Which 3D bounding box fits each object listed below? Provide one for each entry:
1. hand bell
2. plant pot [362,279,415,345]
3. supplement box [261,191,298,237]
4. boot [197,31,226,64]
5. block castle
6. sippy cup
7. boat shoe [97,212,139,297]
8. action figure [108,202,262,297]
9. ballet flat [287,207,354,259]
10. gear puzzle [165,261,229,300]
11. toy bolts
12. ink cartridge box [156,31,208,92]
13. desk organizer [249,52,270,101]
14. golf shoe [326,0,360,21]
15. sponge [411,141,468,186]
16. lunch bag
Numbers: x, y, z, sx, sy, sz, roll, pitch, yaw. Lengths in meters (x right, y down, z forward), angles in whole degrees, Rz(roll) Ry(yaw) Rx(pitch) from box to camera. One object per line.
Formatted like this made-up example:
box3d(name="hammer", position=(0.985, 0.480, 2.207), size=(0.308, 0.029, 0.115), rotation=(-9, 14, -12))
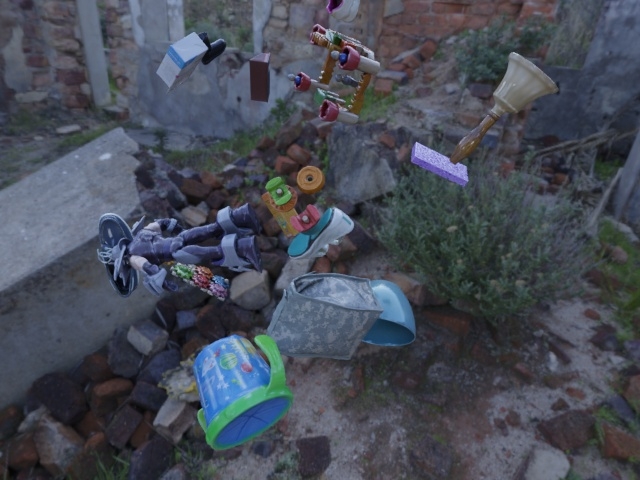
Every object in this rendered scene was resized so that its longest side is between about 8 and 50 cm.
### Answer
box3d(name="hand bell", position=(0.372, -0.266, 0.911), size=(0.126, 0.242, 0.126), rotation=(32, 26, -18))
box3d(name="plant pot", position=(0.235, 0.271, 1.639), size=(0.290, 0.290, 0.195), rotation=(9, 59, 8))
box3d(name="supplement box", position=(-0.168, -0.129, 1.896), size=(0.080, 0.233, 0.078), rotation=(-40, 12, -31))
box3d(name="boot", position=(-0.378, -0.662, 1.404), size=(0.045, 0.099, 0.121), rotation=(42, 83, 14))
box3d(name="block castle", position=(0.035, -0.712, 1.764), size=(0.213, 0.303, 0.453), rotation=(7, 34, -28))
box3d(name="sippy cup", position=(-0.224, 0.387, 1.110), size=(0.305, 0.240, 0.224), rotation=(-33, 58, -7))
box3d(name="boat shoe", position=(-0.597, 0.048, 1.221), size=(0.095, 0.254, 0.079), rotation=(-4, 23, -13))
box3d(name="action figure", position=(-0.256, 0.016, 0.770), size=(0.285, 0.099, 0.185), rotation=(-8, 50, 3))
box3d(name="ballet flat", position=(0.000, 0.000, 1.666), size=(0.139, 0.400, 0.139), rotation=(13, 62, -25))
box3d(name="gear puzzle", position=(-0.533, 0.125, 1.746), size=(0.339, 0.044, 0.175), rotation=(32, 14, -15))
box3d(name="toy bolts", position=(-0.055, -0.129, 1.497), size=(0.218, 0.158, 0.228), rotation=(-30, 75, 1))
box3d(name="ink cartridge box", position=(-0.428, -0.535, 1.264), size=(0.181, 0.061, 0.104), rotation=(-21, 26, 51))
box3d(name="desk organizer", position=(-0.170, -0.459, 1.172), size=(0.050, 0.130, 0.047), rotation=(7, 54, -3))
box3d(name="golf shoe", position=(0.104, -1.063, 1.692), size=(0.140, 0.306, 0.115), rotation=(-19, 40, -39))
box3d(name="sponge", position=(0.425, -0.273, 1.487), size=(0.210, 0.031, 0.117), rotation=(25, 39, -3))
box3d(name="lunch bag", position=(-0.006, 0.219, 1.223), size=(0.287, 0.235, 0.169), rotation=(10, 34, -26))
